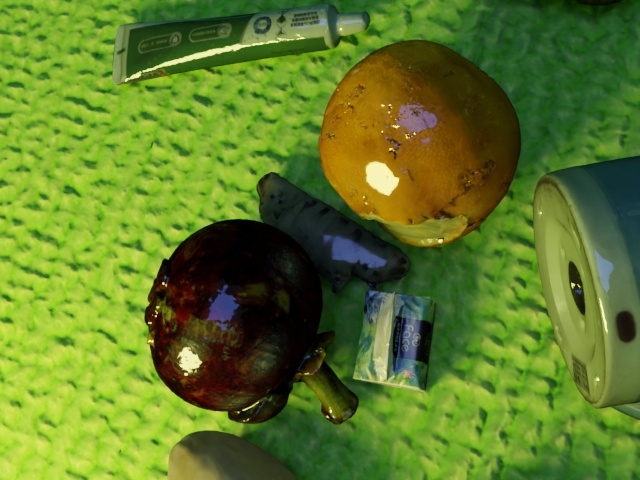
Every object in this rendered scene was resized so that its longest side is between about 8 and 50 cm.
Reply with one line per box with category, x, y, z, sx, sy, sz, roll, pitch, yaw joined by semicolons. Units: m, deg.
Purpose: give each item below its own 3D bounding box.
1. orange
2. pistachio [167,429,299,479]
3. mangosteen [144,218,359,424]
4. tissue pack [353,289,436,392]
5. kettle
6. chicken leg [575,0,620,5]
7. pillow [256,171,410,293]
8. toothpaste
orange;0.114;-0.114;0.923;0.240;0.240;0.240;-4;75;14
pistachio;-0.096;0.321;0.925;0.223;0.126;0.152;34;52;25
mangosteen;-0.069;0.109;0.943;0.289;0.231;0.231;33;85;-17
tissue pack;0.088;0.119;0.948;0.085;0.079;0.111;6;78;17
kettle;0.427;0.054;0.820;0.342;0.247;0.320;-11;104;3
chicken leg;0.338;-0.378;1.020;0.322;0.083;0.177;20;67;21
pillow;-0.001;0.000;1.018;0.241;0.051;0.093;33;81;19
toothpaste;-0.121;-0.286;1.123;0.392;0.061;0.099;-3;75;17
